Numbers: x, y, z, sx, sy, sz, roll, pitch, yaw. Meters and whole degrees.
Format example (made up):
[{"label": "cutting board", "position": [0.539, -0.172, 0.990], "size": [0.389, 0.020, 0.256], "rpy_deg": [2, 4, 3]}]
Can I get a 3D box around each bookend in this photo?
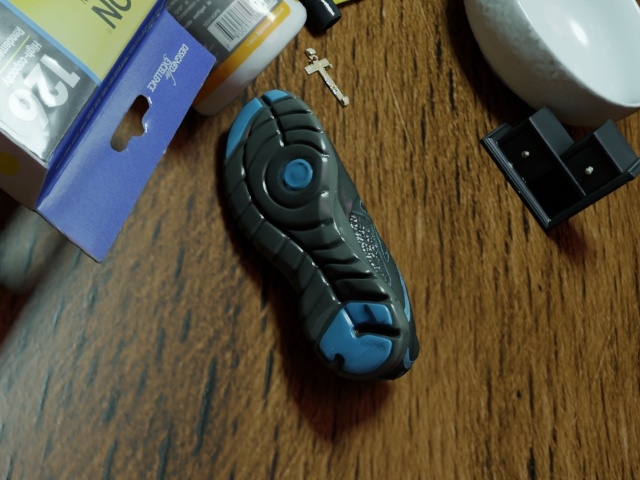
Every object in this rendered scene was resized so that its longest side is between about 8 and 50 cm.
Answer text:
[{"label": "bookend", "position": [0.327, -0.119, 1.627], "size": [0.156, 0.157, 0.072], "rpy_deg": [55, 40, 0]}]

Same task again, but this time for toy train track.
[{"label": "toy train track", "position": [0.010, -0.202, 1.491], "size": [0.083, 0.014, 0.048], "rpy_deg": [56, 41, 1]}]

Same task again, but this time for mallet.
[{"label": "mallet", "position": [0.026, -0.324, 1.579], "size": [0.062, 0.039, 0.190], "rpy_deg": [49, 36, -3]}]

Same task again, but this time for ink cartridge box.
[{"label": "ink cartridge box", "position": [-0.234, -0.184, 1.020], "size": [0.307, 0.072, 0.304], "rpy_deg": [38, 43, -17]}]

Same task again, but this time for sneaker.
[{"label": "sneaker", "position": [0.000, 0.000, 1.293], "size": [0.341, 0.125, 0.139], "rpy_deg": [68, 15, 19]}]

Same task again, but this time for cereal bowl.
[{"label": "cereal bowl", "position": [0.328, -0.302, 1.762], "size": [0.339, 0.141, 0.339], "rpy_deg": [25, 46, -30]}]

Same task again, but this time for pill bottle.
[{"label": "pill bottle", "position": [-0.161, -0.277, 1.268], "size": [0.278, 0.162, 0.162], "rpy_deg": [44, 41, -11]}]
